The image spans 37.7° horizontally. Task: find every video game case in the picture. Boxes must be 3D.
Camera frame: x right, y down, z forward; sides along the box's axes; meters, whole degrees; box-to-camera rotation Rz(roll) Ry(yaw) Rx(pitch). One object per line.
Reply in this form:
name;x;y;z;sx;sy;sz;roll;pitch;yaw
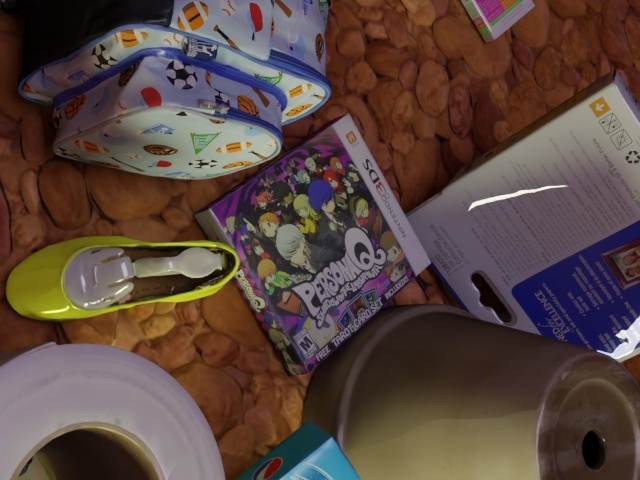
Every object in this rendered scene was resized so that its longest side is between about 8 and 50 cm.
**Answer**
video game case;0.000;0.000;1.056;0.232;0.041;0.210;-37;103;-34

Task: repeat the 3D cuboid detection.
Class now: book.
book;0.224;-0.358;1.289;0.096;0.035;0.144;-42;107;-30

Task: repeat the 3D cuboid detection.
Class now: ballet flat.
ballet flat;-0.179;0.029;0.896;0.230;0.077;0.077;-5;86;-37

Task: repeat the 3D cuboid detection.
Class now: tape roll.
tape roll;-0.215;0.206;0.704;0.246;0.169;0.246;12;71;-41

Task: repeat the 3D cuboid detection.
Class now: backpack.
backpack;-0.119;-0.170;0.872;0.263;0.276;0.213;-1;88;-43

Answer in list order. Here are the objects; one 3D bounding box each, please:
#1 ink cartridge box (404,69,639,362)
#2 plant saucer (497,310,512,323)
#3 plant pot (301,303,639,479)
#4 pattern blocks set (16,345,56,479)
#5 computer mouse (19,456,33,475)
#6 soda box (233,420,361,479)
ink cartridge box;0.303;0.007;1.125;0.304;0.307;0.072;52;32;-9
plant saucer;0.260;0.187;1.232;0.067;0.018;0.192;-12;89;-37
plant pot;0.189;0.221;1.011;0.323;0.280;0.323;6;79;-36
pattern blocks set;-0.322;0.179;0.796;0.285;0.026;0.325;-22;96;-37
computer mouse;-0.305;0.239;0.759;0.106;0.042;0.193;27;62;-36
soda box;-0.064;0.271;0.906;0.210;0.071;0.067;-37;105;-15
